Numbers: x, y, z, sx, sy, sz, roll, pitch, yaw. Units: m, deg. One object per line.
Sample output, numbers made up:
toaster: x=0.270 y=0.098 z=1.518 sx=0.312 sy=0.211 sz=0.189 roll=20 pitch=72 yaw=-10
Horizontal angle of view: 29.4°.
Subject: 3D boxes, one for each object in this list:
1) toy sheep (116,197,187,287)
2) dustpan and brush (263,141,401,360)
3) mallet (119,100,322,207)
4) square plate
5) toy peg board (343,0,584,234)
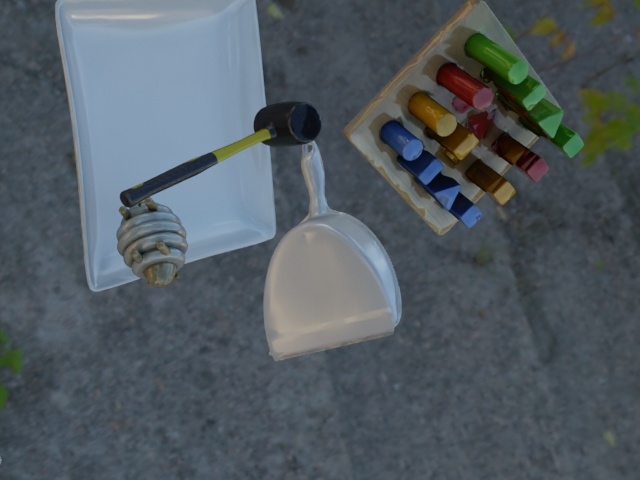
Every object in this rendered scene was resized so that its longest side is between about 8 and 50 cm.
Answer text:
toy sheep: x=-0.199 y=-0.004 z=1.435 sx=0.091 sy=0.091 sz=0.132 roll=7 pitch=59 yaw=-39
dustpan and brush: x=0.000 y=0.000 z=1.202 sx=0.060 sy=0.147 sz=0.211 roll=-5 pitch=81 yaw=-63
mallet: x=-0.090 y=-0.072 z=1.032 sx=0.190 sy=0.062 sz=0.039 roll=-26 pitch=106 yaw=-24
square plate: x=-0.192 y=-0.139 z=1.540 sx=0.347 sy=0.049 sz=0.344 roll=-18 pitch=107 yaw=-50
toy peg board: x=0.133 y=-0.089 z=1.043 sx=0.161 sy=0.160 sz=0.079 roll=43 pitch=1 yaw=-41
